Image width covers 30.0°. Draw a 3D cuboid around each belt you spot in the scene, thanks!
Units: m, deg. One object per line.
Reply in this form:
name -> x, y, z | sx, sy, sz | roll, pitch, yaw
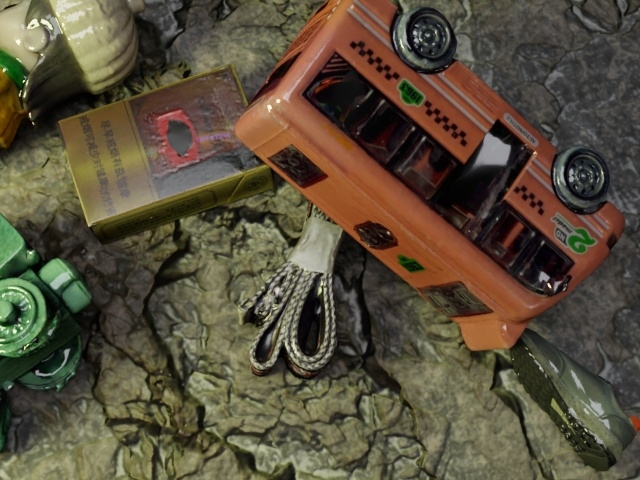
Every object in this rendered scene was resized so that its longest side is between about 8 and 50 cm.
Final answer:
belt -> 0.000, 0.000, 1.464 | 0.126, 0.094, 0.360 | 20, 76, 1

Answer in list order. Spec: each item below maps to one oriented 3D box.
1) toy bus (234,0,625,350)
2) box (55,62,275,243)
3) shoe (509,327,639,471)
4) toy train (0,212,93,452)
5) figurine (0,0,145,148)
toy bus -> 0.125, -0.079, 1.366 | 0.427, 0.203, 0.233 | 40, 73, -11
box -> -0.196, -0.111, 1.511 | 0.240, 0.071, 0.159 | -18, 72, -4
shoe -> 0.304, 0.178, 1.426 | 0.077, 0.074, 0.194 | -32, 78, -21
toy train -> -0.423, 0.111, 1.407 | 0.299, 0.167, 0.238 | -42, 67, -12
figurine -> -0.362, -0.204, 1.492 | 0.204, 0.185, 0.332 | 31, 83, -7
